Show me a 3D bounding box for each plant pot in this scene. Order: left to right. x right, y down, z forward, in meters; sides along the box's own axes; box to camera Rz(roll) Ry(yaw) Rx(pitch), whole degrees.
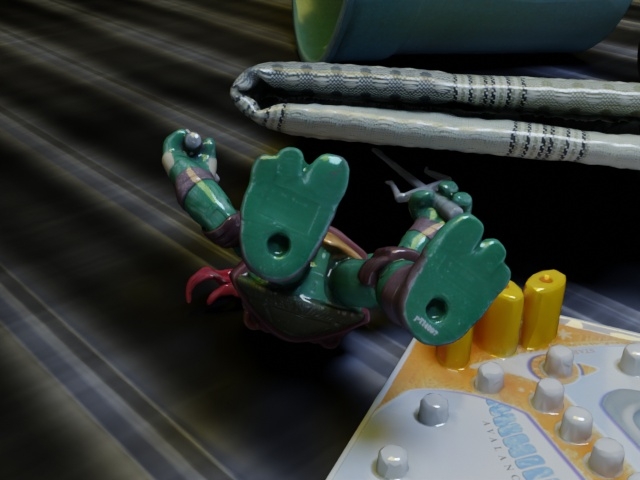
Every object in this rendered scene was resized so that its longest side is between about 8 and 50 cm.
[{"bbox_3d":[0.161,-0.351,0.914,0.334,0.341,0.341,2,27,-14],"label":"plant pot"}]

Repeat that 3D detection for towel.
[{"bbox_3d":[0.120,-0.090,0.596,0.324,0.056,0.312,4,9,4],"label":"towel"}]

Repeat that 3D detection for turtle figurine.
[{"bbox_3d":[0.000,0.000,0.439,0.175,0.118,0.234,5,2,-12],"label":"turtle figurine"}]

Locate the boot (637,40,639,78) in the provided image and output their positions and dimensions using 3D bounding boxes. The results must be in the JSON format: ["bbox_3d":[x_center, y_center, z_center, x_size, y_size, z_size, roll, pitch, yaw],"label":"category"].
[{"bbox_3d":[0.458,-0.167,0.723,0.222,0.118,0.338,-9,4,-12],"label":"boot"}]

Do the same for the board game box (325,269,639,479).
[{"bbox_3d":[0.170,0.141,0.264,0.390,0.050,0.390,12,31,22],"label":"board game box"}]
